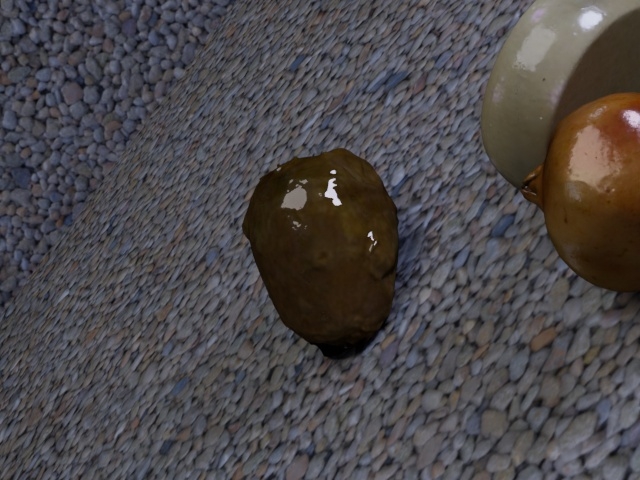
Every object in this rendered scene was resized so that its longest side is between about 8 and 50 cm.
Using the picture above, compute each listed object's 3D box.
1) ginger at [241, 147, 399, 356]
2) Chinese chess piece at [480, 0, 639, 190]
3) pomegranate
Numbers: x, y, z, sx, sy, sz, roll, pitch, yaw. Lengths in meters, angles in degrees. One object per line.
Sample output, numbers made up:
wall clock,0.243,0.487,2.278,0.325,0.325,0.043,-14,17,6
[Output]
ginger,0.003,-0.001,2.209,0.200,0.223,0.269,-32,27,33
Chinese chess piece,0.297,-0.173,1.836,0.102,0.273,0.273,31,84,34
pomegranate,0.324,-0.051,1.683,0.209,0.209,0.209,-42,25,25
